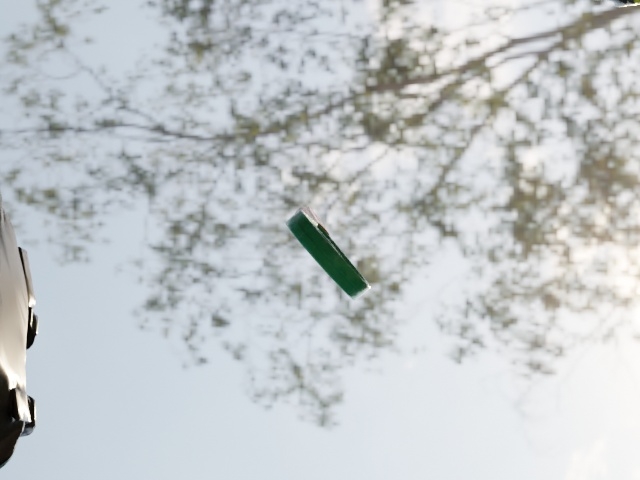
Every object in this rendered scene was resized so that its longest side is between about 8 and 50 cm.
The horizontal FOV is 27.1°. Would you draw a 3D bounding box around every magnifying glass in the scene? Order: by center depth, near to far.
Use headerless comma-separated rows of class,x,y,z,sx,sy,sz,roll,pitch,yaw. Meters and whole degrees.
magnifying glass,0.000,0.000,1.216,0.026,0.231,0.092,-42,-78,1

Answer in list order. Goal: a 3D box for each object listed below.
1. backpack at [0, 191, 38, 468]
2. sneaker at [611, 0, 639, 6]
backpack,-0.249,0.039,0.654,0.166,0.188,0.144,-102,0,-47
sneaker,0.194,-0.158,0.808,0.083,0.035,0.031,5,-112,-38
